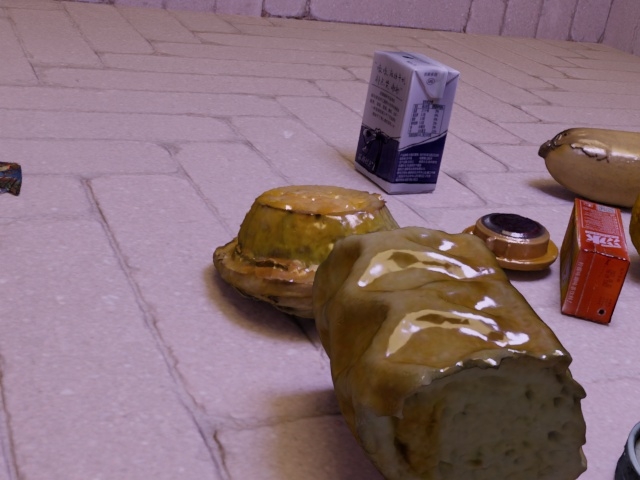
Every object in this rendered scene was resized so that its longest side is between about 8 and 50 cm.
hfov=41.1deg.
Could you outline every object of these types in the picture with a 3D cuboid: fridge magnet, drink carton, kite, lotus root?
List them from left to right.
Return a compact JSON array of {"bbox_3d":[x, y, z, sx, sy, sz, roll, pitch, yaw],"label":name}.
[{"bbox_3d":[-0.504,-0.098,1.259,0.183,0.010,0.160,22,23,20],"label":"kite"},{"bbox_3d":[0.145,-0.207,1.479,0.102,0.222,0.134,-3,26,-25],"label":"drink carton"},{"bbox_3d":[0.278,0.001,1.251,0.143,0.063,0.143,5,24,-2],"label":"fridge magnet"},{"bbox_3d":[0.382,0.022,1.199,0.071,0.096,0.223,14,24,11],"label":"drink carton"},{"bbox_3d":[0.547,-0.132,1.574,0.303,0.131,0.146,9,46,1],"label":"lotus root"}]

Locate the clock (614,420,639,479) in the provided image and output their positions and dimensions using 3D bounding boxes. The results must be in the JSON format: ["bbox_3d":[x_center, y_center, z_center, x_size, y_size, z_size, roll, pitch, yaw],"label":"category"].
[{"bbox_3d":[0.386,0.235,0.774,0.226,0.049,0.226,8,25,-3],"label":"clock"}]

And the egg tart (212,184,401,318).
[{"bbox_3d":[0.000,0.000,1.070,0.288,0.118,0.288,0,15,0],"label":"egg tart"}]

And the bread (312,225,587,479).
[{"bbox_3d":[0.112,0.111,0.772,0.196,0.238,0.252,-31,34,2],"label":"bread"}]

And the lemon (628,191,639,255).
[{"bbox_3d":[0.571,-0.025,1.266,0.256,0.188,0.188,3,24,-22],"label":"lemon"}]
